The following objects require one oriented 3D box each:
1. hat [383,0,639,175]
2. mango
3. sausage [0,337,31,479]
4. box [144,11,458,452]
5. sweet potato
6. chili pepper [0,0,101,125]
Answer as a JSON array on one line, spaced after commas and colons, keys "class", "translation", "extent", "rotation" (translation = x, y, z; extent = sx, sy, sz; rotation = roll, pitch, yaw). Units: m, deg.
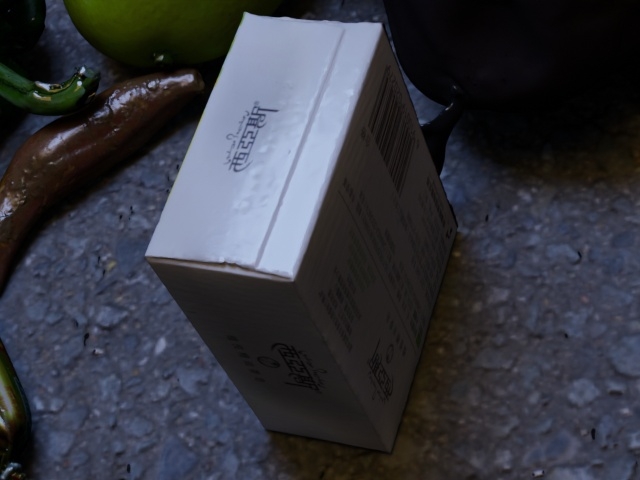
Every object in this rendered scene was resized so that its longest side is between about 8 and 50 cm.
[{"class": "hat", "translation": [0.130, -0.161, 1.228], "extent": [0.238, 0.209, 0.336], "rotation": [-14, 22, -28]}, {"class": "mango", "translation": [-0.100, -0.256, 1.339], "extent": [0.185, 0.149, 0.273], "rotation": [27, 59, 27]}, {"class": "sausage", "translation": [-0.303, 0.050, 1.251], "extent": [0.082, 0.082, 0.371], "rotation": [-31, 56, -4]}, {"class": "box", "translation": [0.000, 0.000, 1.083], "extent": [0.111, 0.260, 0.194], "rotation": [9, 62, 20]}, {"class": "sweet potato", "translation": [-0.204, -0.062, 1.305], "extent": [0.255, 0.058, 0.078], "rotation": [-44, 80, -8]}, {"class": "chili pepper", "translation": [-0.300, -0.164, 1.312], "extent": [0.261, 0.165, 0.173], "rotation": [33, 104, 36]}]
